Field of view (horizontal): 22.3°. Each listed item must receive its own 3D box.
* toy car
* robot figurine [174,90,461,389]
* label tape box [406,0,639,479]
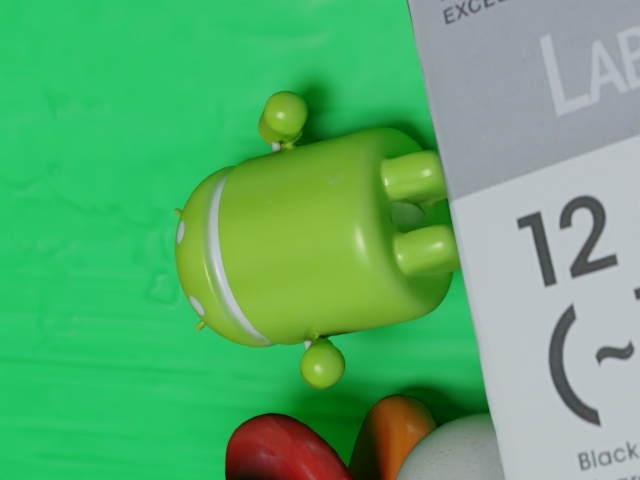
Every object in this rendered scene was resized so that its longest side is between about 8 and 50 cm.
[{"bbox_3d":[0.003,0.128,0.567,0.136,0.182,0.159,35,141,7],"label":"toy car"},{"bbox_3d":[0.000,0.000,0.559,0.115,0.067,0.101,-13,85,29],"label":"robot figurine"},{"bbox_3d":[0.152,-0.043,0.339,0.249,0.115,0.348,-19,76,29],"label":"label tape box"}]
